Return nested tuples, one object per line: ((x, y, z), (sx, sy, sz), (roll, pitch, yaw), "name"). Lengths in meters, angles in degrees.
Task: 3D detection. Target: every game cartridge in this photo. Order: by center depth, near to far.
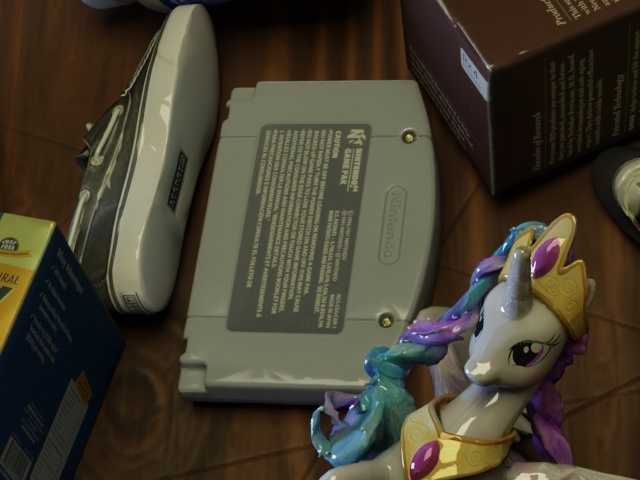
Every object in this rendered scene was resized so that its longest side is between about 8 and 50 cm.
((0.000, 0.000, 1.565), (0.198, 0.062, 0.297), (3, 60, 11), "game cartridge")

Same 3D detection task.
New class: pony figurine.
((0.120, 0.174, 1.296), (0.303, 0.351, 0.363), (33, 90, 32), "pony figurine")

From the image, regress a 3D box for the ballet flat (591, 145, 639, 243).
((0.282, -0.016, 1.495), (0.074, 0.074, 0.203), (-29, 57, -5), "ballet flat")

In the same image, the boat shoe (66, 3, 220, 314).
((-0.160, -0.074, 1.622), (0.102, 0.108, 0.301), (1, 63, 18), "boat shoe")

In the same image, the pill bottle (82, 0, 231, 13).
((-0.099, -0.286, 1.677), (0.272, 0.152, 0.152), (-9, 56, 29), "pill bottle")

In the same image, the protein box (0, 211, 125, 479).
((-0.271, 0.108, 1.477), (0.136, 0.200, 0.201), (10, 62, 18), "protein box")

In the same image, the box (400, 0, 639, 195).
((0.190, -0.178, 1.543), (0.203, 0.167, 0.168), (-23, 56, -9), "box")
